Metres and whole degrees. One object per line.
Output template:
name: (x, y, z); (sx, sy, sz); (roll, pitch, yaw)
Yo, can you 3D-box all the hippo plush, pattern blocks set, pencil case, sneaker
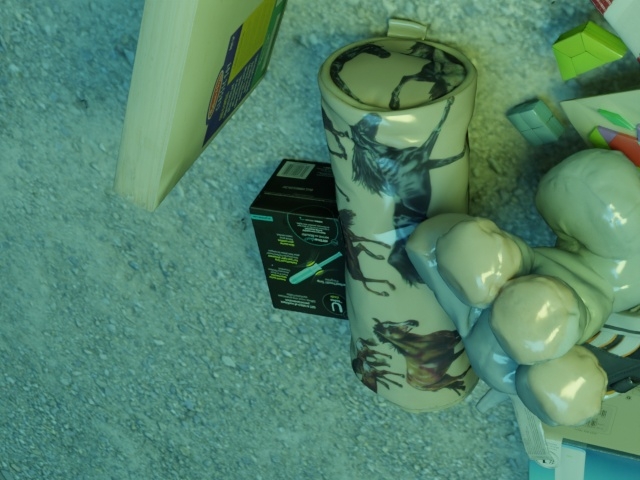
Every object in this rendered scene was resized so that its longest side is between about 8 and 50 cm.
hippo plush: (0.253, 0.050, 1.092); (0.234, 0.236, 0.294); (40, 161, 58)
pattern blocks set: (0.324, -0.090, 1.080); (0.285, 0.026, 0.325); (43, 159, -7)
pencil case: (0.096, -0.020, 1.238); (0.159, 0.183, 0.410); (-3, 123, 7)
sneaker: (0.343, 0.095, 1.254); (0.321, 0.126, 0.127); (-7, 120, 47)

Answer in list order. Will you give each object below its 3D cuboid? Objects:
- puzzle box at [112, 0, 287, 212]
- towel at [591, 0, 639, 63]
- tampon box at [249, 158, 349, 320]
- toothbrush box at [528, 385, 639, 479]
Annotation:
puzzle box: (-0.087, -0.247, 1.082); (0.052, 0.272, 0.409); (27, 136, 5)
towel: (0.265, -0.245, 0.890); (0.329, 0.037, 0.237); (57, 159, 18)
tampon box: (0.000, 0.000, 1.375); (0.120, 0.101, 0.161); (8, 132, 24)
toothbrush box: (0.378, 0.319, 1.431); (0.216, 0.126, 0.295); (11, 134, 21)
